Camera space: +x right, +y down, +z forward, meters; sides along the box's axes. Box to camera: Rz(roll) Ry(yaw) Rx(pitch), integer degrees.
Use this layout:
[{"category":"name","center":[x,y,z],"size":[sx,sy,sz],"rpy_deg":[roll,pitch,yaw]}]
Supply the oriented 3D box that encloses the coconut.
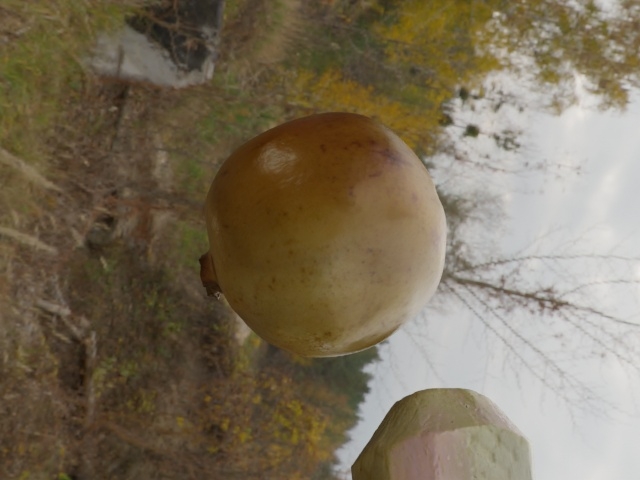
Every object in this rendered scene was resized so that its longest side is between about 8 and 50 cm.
[{"category":"coconut","center":[0.159,0.329,0.946],"size":[0.259,0.260,0.259],"rpy_deg":[-169,-90,-90]}]

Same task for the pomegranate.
[{"category":"pomegranate","center":[0.000,0.000,0.757],"size":[0.264,0.265,0.264],"rpy_deg":[-169,-90,-90]}]
